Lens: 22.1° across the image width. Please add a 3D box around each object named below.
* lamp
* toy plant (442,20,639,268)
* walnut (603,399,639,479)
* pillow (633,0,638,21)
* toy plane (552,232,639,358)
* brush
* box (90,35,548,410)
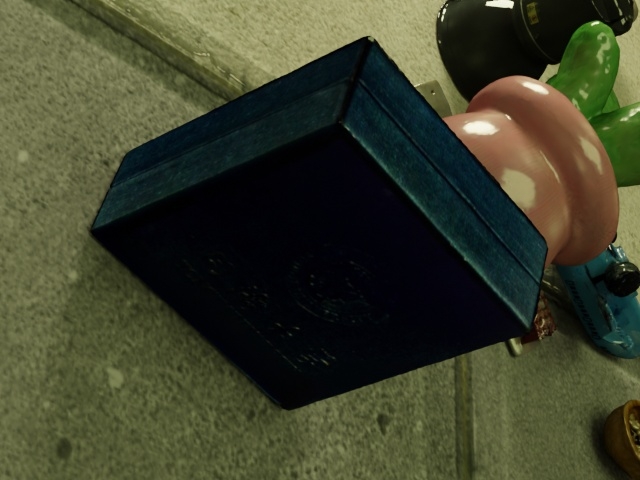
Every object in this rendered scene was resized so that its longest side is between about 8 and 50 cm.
[{"bbox_3d":[0.271,-0.255,1.887,0.172,0.227,0.147,-16,85,-54],"label":"lamp"},{"bbox_3d":[0.228,-0.087,1.704,0.356,0.317,0.210,-34,116,-22],"label":"toy plant"},{"bbox_3d":[0.364,0.238,1.903,0.121,0.052,0.091,45,40,-32],"label":"walnut"},{"bbox_3d":[0.321,-0.367,2.148,0.270,0.067,0.173,55,42,-16],"label":"pillow"},{"bbox_3d":[0.325,0.051,1.897,0.271,0.105,0.254,42,19,-38],"label":"toy plane"},{"bbox_3d":[0.183,-0.030,1.815,0.060,0.050,0.321,-22,89,-51],"label":"brush"},{"bbox_3d":[0.000,0.000,1.362,0.261,0.279,0.116,44,44,-29],"label":"box"}]
